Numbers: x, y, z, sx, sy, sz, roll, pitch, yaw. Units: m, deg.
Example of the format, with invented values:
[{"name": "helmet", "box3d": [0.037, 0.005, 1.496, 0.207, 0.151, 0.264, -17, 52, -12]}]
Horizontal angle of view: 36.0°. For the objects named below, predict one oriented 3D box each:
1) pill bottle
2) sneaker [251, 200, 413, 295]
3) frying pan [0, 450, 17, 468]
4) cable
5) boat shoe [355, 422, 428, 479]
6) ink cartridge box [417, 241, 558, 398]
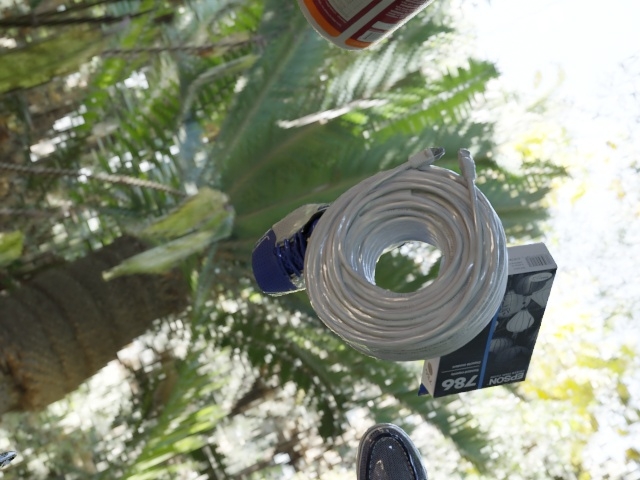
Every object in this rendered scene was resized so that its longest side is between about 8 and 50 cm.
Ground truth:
[{"name": "pill bottle", "box3d": [0.080, -0.288, 0.970, 0.221, 0.121, 0.121, -29, -98, 49]}, {"name": "sneaker", "box3d": [0.001, 0.000, 1.490, 0.315, 0.182, 0.127, -21, -90, 32]}, {"name": "frying pan", "box3d": [-0.558, 0.346, 1.521, 0.053, 0.326, 0.197, 39, -60, 5]}, {"name": "cable", "box3d": [0.107, 0.027, 1.248, 0.089, 0.257, 0.257, 60, 12, -59]}, {"name": "boat shoe", "box3d": [0.136, 0.462, 1.591, 0.158, 0.127, 0.341, 97, -19, -77]}, {"name": "ink cartridge box", "box3d": [0.252, 0.149, 1.531, 0.333, 0.165, 0.065, 92, -16, -45]}]
